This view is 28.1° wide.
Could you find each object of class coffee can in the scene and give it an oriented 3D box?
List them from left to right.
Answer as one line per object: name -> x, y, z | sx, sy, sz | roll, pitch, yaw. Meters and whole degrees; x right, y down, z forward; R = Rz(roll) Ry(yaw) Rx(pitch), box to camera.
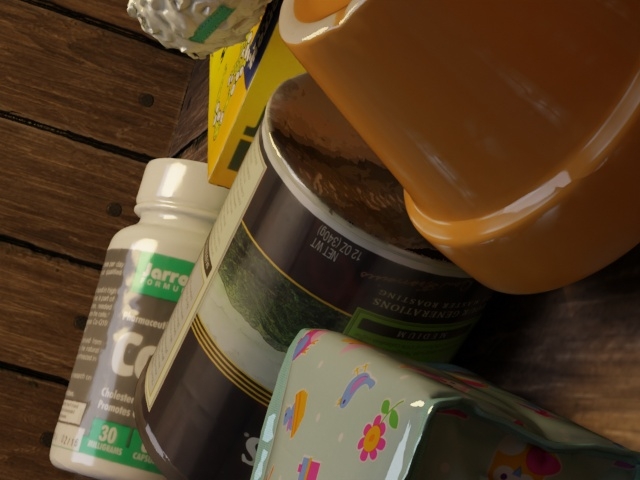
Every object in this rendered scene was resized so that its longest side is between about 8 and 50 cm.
coffee can -> 0.004, 0.047, 0.915 | 0.201, 0.202, 0.275 | -93, 25, -52

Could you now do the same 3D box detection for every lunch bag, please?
lunch bag -> 0.034, 0.199, 0.708 | 0.262, 0.160, 0.223 | -71, 19, 1

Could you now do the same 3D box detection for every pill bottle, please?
pill bottle -> -0.163, 0.103, 1.454 | 0.204, 0.204, 0.361 | 159, 126, -71

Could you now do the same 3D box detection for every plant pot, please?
plant pot -> 0.088, -0.105, 0.697 | 0.205, 0.188, 0.205 | -40, 28, 27

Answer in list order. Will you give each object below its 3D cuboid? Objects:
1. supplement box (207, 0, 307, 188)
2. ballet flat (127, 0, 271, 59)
supplement box -> 0.024, -0.190, 1.122 | 0.356, 0.194, 0.195 | -95, 27, -55
ballet flat -> -0.063, -0.339, 0.938 | 0.147, 0.147, 0.408 | 158, 114, -71
